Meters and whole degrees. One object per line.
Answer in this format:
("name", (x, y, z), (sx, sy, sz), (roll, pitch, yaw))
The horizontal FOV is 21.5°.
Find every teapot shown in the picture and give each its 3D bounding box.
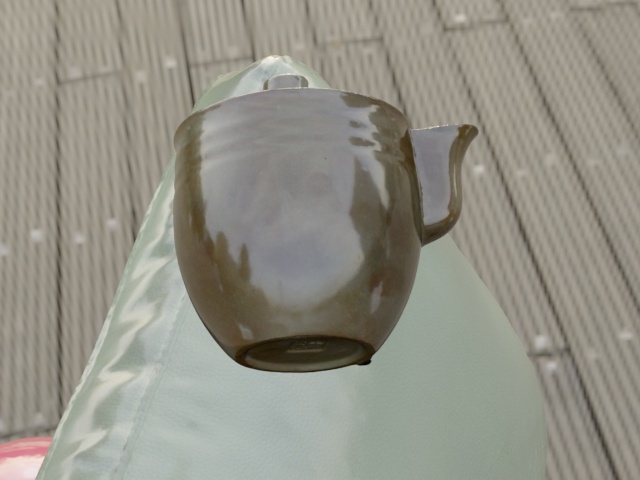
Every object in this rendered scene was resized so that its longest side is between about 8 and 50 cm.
("teapot", (0.000, 0.000, 0.477), (0.085, 0.110, 0.080), (-1, 71, -7))

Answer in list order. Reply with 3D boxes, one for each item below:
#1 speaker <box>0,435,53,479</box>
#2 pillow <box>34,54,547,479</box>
("speaker", (-0.181, 0.290, 1.185), (0.294, 0.294, 0.294), (-4, 38, 3))
("pillow", (-0.003, 0.113, 0.650), (0.120, 0.255, 0.322), (-14, 39, 33))
